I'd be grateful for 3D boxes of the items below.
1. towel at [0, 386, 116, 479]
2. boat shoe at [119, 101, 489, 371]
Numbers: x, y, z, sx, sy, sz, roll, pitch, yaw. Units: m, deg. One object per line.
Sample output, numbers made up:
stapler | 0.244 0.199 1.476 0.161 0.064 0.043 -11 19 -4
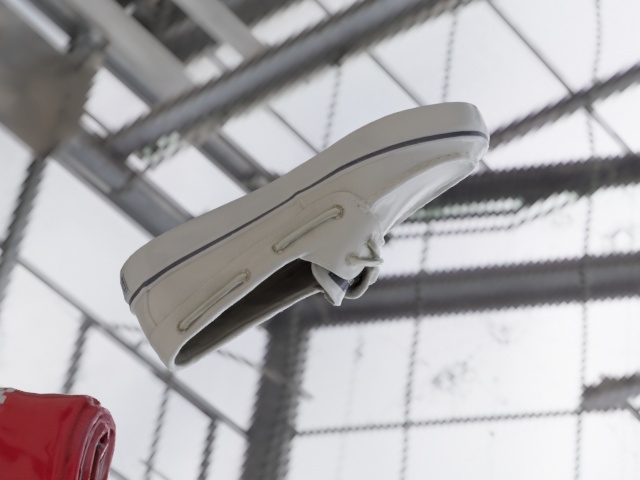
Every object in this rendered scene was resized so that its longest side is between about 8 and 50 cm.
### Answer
towel | -0.193 0.139 0.576 0.275 0.031 0.199 1 -99 23
boat shoe | 0.000 0.000 1.195 0.267 0.096 0.088 -25 -113 -5
